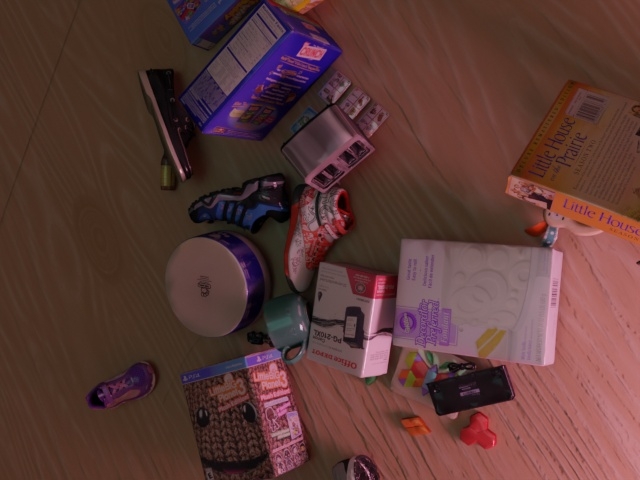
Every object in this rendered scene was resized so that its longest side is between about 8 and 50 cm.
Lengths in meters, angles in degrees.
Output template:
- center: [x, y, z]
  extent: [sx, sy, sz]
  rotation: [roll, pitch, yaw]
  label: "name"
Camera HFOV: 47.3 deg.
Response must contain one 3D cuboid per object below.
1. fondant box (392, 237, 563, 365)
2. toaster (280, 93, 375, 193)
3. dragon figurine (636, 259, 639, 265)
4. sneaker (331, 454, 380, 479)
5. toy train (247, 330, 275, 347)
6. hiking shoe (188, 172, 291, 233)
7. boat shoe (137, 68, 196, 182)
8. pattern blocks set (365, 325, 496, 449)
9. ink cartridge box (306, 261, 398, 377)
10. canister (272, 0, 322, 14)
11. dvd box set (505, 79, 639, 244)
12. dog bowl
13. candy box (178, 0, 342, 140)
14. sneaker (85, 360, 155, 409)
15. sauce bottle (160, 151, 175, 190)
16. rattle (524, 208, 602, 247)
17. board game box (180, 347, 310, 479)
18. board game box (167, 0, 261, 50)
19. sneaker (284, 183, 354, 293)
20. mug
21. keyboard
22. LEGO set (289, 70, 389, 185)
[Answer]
- center: [0.329, 0.125, 1.551]
  extent: [0.330, 0.096, 0.238]
  rotation: [4, 87, 30]
  label: "fondant box"
- center: [0.017, -0.209, 1.640]
  extent: [0.168, 0.186, 0.110]
  rotation: [-40, 69, 10]
  label: "toaster"
- center: [0.629, -0.027, 1.348]
  extent: [0.085, 0.289, 0.144]
  rotation: [4, 130, 30]
  label: "dragon figurine"
- center: [0.098, 0.640, 1.708]
  extent: [0.108, 0.100, 0.271]
  rotation: [-23, 76, 41]
  label: "sneaker"
- center: [-0.118, 0.254, 1.850]
  extent: [0.158, 0.027, 0.036]
  rotation: [1, 93, 28]
  label: "toy train"
- center: [-0.211, -0.072, 1.851]
  extent: [0.304, 0.113, 0.132]
  rotation: [-15, 92, 33]
  label: "hiking shoe"
- center: [-0.383, -0.316, 1.946]
  extent: [0.113, 0.127, 0.340]
  rotation: [-19, 69, -16]
  label: "boat shoe"
- center: [0.252, 0.310, 1.652]
  extent: [0.325, 0.026, 0.285]
  rotation: [9, 94, 28]
  label: "pattern blocks set"
- center: [0.074, 0.180, 1.690]
  extent: [0.172, 0.100, 0.237]
  rotation: [12, 96, 40]
  label: "ink cartridge box"
- center: [-0.068, -0.574, 1.764]
  extent: [0.170, 0.126, 0.073]
  rotation: [-26, 114, 24]
  label: "canister"
- center: [0.589, -0.122, 1.316]
  extent: [0.421, 0.307, 0.062]
  rotation: [24, 146, 20]
  label: "dvd box set"
- center: [-0.264, 0.110, 1.865]
  extent: [0.265, 0.104, 0.264]
  rotation: [5, 101, 29]
  label: "dog bowl"
- center: [-0.136, -0.389, 1.719]
  extent: [0.317, 0.268, 0.122]
  rotation: [-42, 75, 21]
  label: "candy box"
- center: [-0.567, 0.417, 2.051]
  extent: [0.236, 0.104, 0.095]
  rotation: [-30, 75, 24]
  label: "sneaker"
- center: [-0.416, -0.201, 2.001]
  extent: [0.042, 0.042, 0.128]
  rotation: [3, 89, 28]
  label: "sauce bottle"
- center: [0.497, -0.051, 1.458]
  extent: [0.200, 0.143, 0.130]
  rotation: [-24, 97, 20]
  label: "rattle"
- center: [-0.189, 0.437, 1.814]
  extent: [0.232, 0.141, 0.290]
  rotation: [-21, 81, 33]
  label: "board game box"
- center: [-0.245, -0.695, 1.882]
  extent: [0.347, 0.078, 0.233]
  rotation: [-36, 74, 24]
  label: "board game box"
- center: [-0.001, -0.001, 1.749]
  extent: [0.145, 0.090, 0.270]
  rotation: [5, 90, 31]
  label: "sneaker"
- center: [-0.062, 0.205, 1.757]
  extent: [0.097, 0.129, 0.157]
  rotation: [-18, 93, 13]
  label: "mug"
- center: [0.321, 0.311, 1.589]
  extent: [0.180, 0.023, 0.108]
  rotation: [-19, 90, 22]
  label: "keyboard"
- center: [0.030, -0.259, 1.766]
  extent: [0.182, 0.060, 0.244]
  rotation: [44, 98, 21]
  label: "LEGO set"
